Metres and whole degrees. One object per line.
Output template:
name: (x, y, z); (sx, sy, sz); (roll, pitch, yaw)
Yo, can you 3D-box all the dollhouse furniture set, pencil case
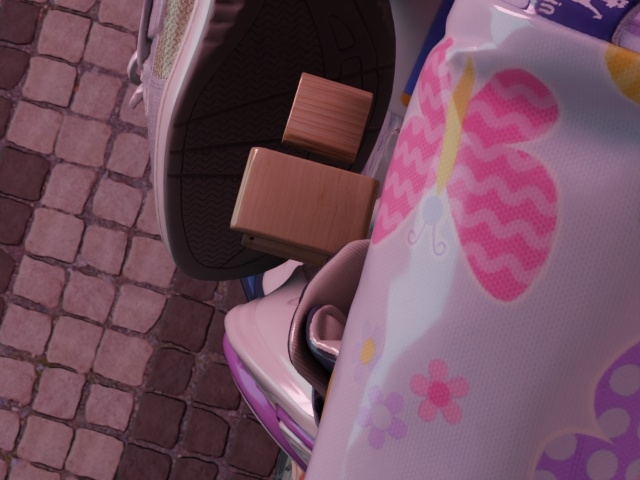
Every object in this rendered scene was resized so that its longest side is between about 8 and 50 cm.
dollhouse furniture set: (0.062, -0.072, 0.759); (0.101, 0.161, 0.182); (117, 168, -78)
pencil case: (0.061, 0.063, 0.508); (0.113, 0.124, 0.273); (-4, -65, -58)

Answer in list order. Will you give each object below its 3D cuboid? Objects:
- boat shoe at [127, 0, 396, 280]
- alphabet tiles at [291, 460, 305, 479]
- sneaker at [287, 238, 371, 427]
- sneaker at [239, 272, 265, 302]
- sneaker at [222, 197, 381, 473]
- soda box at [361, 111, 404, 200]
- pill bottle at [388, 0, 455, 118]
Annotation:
boat shoe: (-0.032, -0.131, 0.878); (0.103, 0.118, 0.320); (-129, 38, -52)
alphabet tiles: (-0.006, 0.046, 1.233); (0.278, 0.021, 0.284); (154, 115, -79)
sneaker: (0.030, 0.103, 0.634); (0.163, 0.086, 0.226); (48, -126, -61)
sneaker: (0.000, 0.000, 1.543); (0.236, 0.130, 0.323); (56, 160, 33)
sneaker: (0.036, 0.033, 0.931); (0.152, 0.114, 0.305); (-36, 13, 12)
soda box: (0.071, -0.037, 1.165); (0.286, 0.091, 0.098); (110, 173, -64)
pill bottle: (0.093, -0.182, 0.914); (0.272, 0.152, 0.152); (112, 173, -63)
